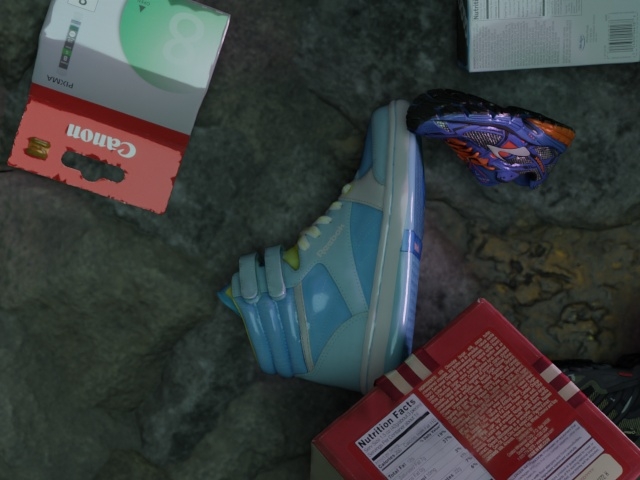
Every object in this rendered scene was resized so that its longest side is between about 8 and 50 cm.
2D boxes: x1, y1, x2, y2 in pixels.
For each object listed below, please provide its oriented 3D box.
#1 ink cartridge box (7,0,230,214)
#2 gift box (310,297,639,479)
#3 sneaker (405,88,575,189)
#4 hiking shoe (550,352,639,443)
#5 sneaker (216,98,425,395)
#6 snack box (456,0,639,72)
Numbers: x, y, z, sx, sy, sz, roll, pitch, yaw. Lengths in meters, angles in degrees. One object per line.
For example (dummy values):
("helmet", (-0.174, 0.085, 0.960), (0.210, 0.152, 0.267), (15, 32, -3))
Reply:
("ink cartridge box", (-0.213, -0.159, 1.314), (0.181, 0.056, 0.224), (18, 90, -6))
("gift box", (0.143, 0.259, 1.204), (0.255, 0.258, 0.276), (-34, 70, -16))
("sneaker", (0.176, -0.099, 1.306), (0.221, 0.083, 0.087), (9, 105, -36))
("hiking shoe", (0.298, 0.187, 1.368), (0.227, 0.086, 0.114), (-4, 91, -6))
("sneaker", (0.000, 0.000, 1.313), (0.208, 0.127, 0.319), (4, 75, 12))
("snack box", (0.233, -0.340, 1.289), (0.187, 0.060, 0.322), (-4, 105, -6))
